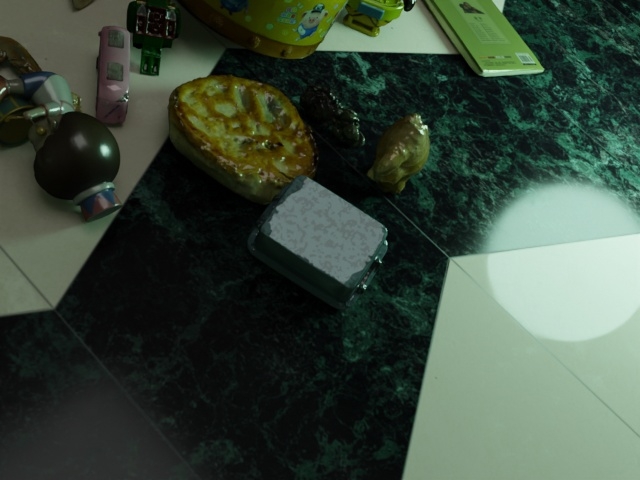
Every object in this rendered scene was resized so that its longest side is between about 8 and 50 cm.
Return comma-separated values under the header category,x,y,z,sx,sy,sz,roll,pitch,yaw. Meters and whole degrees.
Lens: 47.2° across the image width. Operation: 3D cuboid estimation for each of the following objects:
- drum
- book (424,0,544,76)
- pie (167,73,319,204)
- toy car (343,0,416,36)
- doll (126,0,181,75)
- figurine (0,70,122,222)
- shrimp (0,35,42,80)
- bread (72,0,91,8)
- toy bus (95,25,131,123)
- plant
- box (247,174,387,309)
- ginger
category,x,y,z,sx,sy,sz,roll,pitch,yaw
drum,-0.125,-0.607,1.583,0.431,0.214,0.431,23,39,-20
book,0.429,-0.570,1.965,0.239,0.035,0.352,-10,59,-31
pie,-0.146,-0.205,1.412,0.315,0.092,0.315,15,47,-17
toy car,0.137,-0.624,1.811,0.201,0.142,0.247,23,59,-5
doll,-0.340,-0.446,1.490,0.107,0.134,0.186,3,47,-17
figurine,-0.430,-0.154,1.217,0.158,0.161,0.275,-43,72,2
shrimp,-0.568,-0.315,1.339,0.162,0.045,0.095,45,51,11
bread,-0.493,-0.528,1.530,0.062,0.049,0.103,-10,60,-19
toy bus,-0.392,-0.316,1.386,0.063,0.090,0.203,4,53,-20
plant,0.027,-0.264,1.537,0.174,0.087,0.085,44,26,7
box,0.000,0.000,1.274,0.227,0.130,0.162,33,73,2
ginger,0.160,-0.170,1.453,0.102,0.216,0.157,25,87,6
